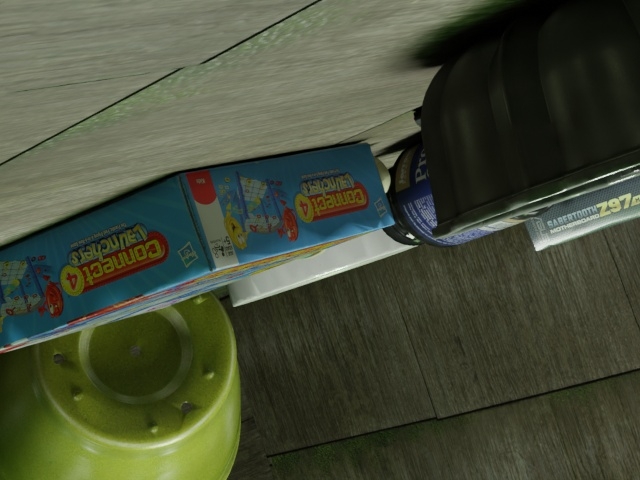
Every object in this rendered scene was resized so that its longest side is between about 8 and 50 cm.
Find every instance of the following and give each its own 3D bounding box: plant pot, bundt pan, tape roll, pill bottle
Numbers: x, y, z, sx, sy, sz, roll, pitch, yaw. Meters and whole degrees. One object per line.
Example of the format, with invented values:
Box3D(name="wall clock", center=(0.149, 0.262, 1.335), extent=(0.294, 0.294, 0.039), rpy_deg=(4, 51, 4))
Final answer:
Box3D(name="plant pot", center=(-0.251, 0.182, 1.944), extent=(0.366, 0.366, 0.353), rpy_deg=(-18, 166, -19))
Box3D(name="bundt pan", center=(0.215, -0.109, 1.086), extent=(0.331, 0.124, 0.331), rpy_deg=(-19, 178, -1))
Box3D(name="tape roll", center=(0.000, 0.000, 2.115), extent=(0.286, 0.100, 0.286), rpy_deg=(-18, 177, -1))
Box3D(name="pill bottle", center=(0.149, -0.060, 1.638), extent=(0.123, 0.122, 0.219), rpy_deg=(-17, 177, -32))

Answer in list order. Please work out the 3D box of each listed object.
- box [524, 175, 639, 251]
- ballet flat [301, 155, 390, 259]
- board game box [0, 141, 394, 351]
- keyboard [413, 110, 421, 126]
Box3D(name="box", center=(0.304, -0.091, 1.725), extent=(0.183, 0.059, 0.232), rpy_deg=(-18, -153, 12))
Box3D(name="ballet flat", center=(0.003, -0.039, 1.652), extent=(0.086, 0.086, 0.248), rpy_deg=(-17, 176, -25))
Box3D(name="board game box", center=(-0.137, 0.008, 1.450), extent=(0.302, 0.086, 0.308), rpy_deg=(-20, 177, 34))
Box3D(name="keyboard", center=(0.248, -0.156, 1.367), extent=(0.317, 0.033, 0.201), rpy_deg=(-20, 178, 38))
